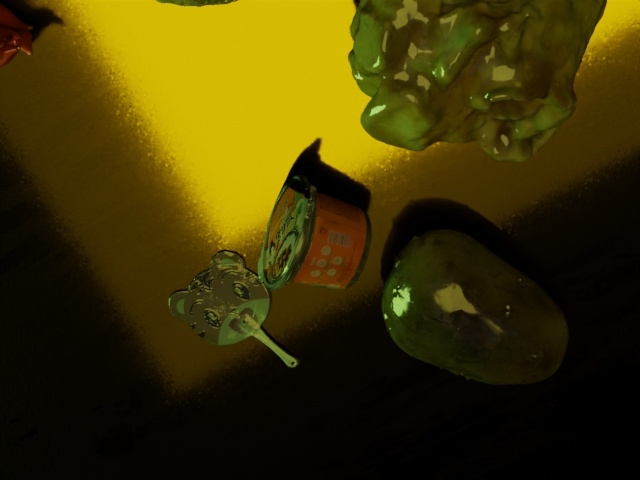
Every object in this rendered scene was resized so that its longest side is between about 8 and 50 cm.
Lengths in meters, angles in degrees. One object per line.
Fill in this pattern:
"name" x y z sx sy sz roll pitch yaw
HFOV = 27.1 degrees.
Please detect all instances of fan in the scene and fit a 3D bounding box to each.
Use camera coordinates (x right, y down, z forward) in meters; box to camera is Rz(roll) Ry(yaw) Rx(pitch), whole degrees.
"fan" -0.121 0.129 2.114 0.226 0.008 0.152 43 105 -11

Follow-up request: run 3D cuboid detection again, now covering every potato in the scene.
"potato" 0.233 0.114 2.010 0.307 0.173 0.210 27 106 -5

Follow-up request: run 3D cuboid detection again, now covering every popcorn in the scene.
"popcorn" 0.207 -0.270 1.850 0.334 0.294 0.292 13 153 0

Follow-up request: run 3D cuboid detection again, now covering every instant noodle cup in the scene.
"instant noodle cup" 0.000 0.000 1.990 0.125 0.208 0.178 14 67 -19

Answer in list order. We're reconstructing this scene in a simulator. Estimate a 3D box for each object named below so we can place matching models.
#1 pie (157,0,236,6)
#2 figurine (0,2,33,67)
"pie" -0.165 -0.453 1.814 0.337 0.075 0.337 -13 131 -15
"figurine" -0.507 -0.334 1.881 0.208 0.181 0.257 6 120 -31
